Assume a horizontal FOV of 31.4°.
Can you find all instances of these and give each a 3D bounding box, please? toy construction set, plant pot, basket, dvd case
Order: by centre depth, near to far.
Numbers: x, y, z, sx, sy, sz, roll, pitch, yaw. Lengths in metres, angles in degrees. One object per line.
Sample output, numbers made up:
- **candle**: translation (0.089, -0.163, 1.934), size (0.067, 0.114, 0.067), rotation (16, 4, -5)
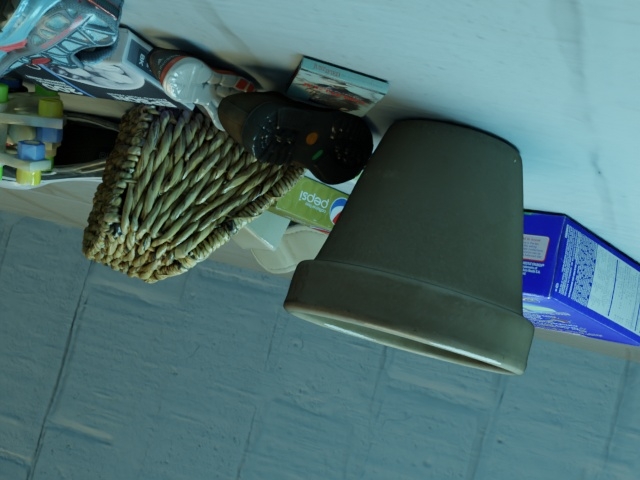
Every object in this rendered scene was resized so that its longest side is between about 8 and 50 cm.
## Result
- **dvd case**: translation (0.014, -0.150, 1.125), size (0.087, 0.013, 0.119), rotation (16, 172, -8)
- **plant pot**: translation (0.113, 0.001, 1.211), size (0.263, 0.229, 0.263), rotation (14, 173, 2)
- **toy construction set**: translation (-0.465, -0.166, 1.444), size (0.327, 0.151, 0.215), rotation (23, -163, 1)
- **basket**: translation (-0.169, -0.041, 1.460), size (0.223, 0.214, 0.299), rotation (20, 176, -16)
- **plant pot**: translation (-0.110, -0.055, 1.775), size (0.096, 0.109, 0.109), rotation (34, 164, -31)

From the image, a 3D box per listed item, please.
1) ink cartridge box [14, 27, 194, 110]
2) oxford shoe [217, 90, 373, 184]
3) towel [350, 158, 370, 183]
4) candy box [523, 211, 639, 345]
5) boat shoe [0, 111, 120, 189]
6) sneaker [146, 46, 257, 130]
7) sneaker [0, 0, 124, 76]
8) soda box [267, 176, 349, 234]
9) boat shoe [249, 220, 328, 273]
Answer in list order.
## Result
- **ink cartridge box**: translation (-0.243, -0.187, 1.254), size (0.206, 0.045, 0.208), rotation (11, 173, 25)
- **oxford shoe**: translation (-0.022, -0.120, 1.223), size (0.096, 0.083, 0.227), rotation (34, -170, 35)
- **towel**: translation (0.044, -0.098, 1.446), size (0.152, 0.023, 0.113), rotation (23, 168, -34)
- **candy box**: translation (0.291, 0.048, 1.636), size (0.268, 0.122, 0.317), rotation (8, 169, 38)
- **boat shoe**: translation (-0.399, -0.148, 1.681), size (0.335, 0.121, 0.119), rotation (1, 161, 17)
- **sneaker**: translation (-0.122, -0.166, 1.188), size (0.065, 0.061, 0.158), rotation (42, -174, 30)
- **sneaker**: translation (-0.254, -0.186, 1.052), size (0.125, 0.104, 0.262), rotation (16, 173, -24)
- **soda box**: translation (-0.009, -0.052, 1.720), size (0.181, 0.061, 0.058), rotation (21, 171, -38)
- **boat shoe**: translation (0.000, 0.000, 1.972), size (0.324, 0.096, 0.117), rotation (-1, 122, 53)
